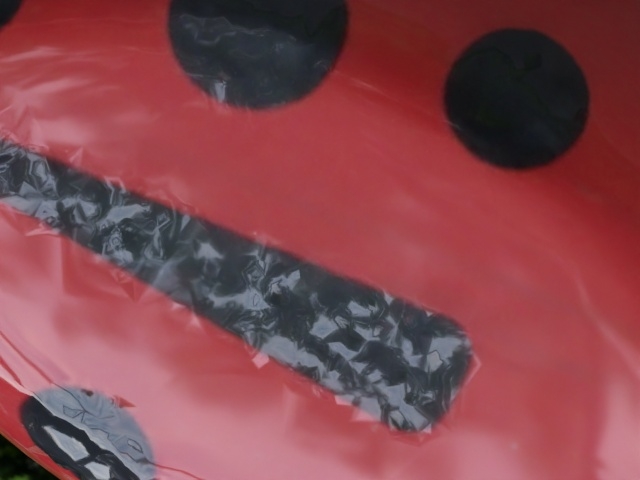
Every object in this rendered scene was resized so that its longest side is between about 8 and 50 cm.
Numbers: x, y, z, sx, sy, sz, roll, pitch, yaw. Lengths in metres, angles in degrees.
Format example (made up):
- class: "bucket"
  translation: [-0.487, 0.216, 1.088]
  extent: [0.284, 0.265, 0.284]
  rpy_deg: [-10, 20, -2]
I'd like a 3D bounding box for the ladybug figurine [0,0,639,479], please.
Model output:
- class: "ladybug figurine"
  translation: [0.000, 0.000, 0.463]
  extent: [0.449, 0.305, 0.162]
  rpy_deg: [22, -162, 2]
